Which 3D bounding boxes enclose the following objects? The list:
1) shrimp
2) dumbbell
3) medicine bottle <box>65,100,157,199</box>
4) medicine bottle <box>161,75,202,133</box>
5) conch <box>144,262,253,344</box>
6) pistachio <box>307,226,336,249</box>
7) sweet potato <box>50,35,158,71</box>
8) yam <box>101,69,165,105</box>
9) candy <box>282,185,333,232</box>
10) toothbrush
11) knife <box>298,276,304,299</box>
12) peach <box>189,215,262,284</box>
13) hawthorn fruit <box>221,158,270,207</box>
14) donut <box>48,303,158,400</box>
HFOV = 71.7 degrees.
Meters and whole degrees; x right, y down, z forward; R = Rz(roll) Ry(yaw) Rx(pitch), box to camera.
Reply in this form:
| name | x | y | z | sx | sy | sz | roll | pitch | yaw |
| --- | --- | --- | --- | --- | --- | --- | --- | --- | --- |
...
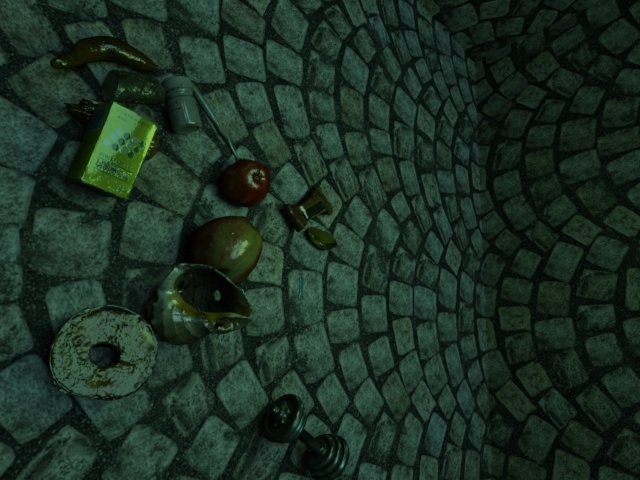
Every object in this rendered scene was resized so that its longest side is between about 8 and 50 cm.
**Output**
| name | x | y | z | sx | sy | sz | roll | pitch | yaw |
| --- | --- | --- | --- | --- | --- | --- | --- | --- | --- |
| shrimp | -0.628 | -0.340 | 1.350 | 0.294 | 0.062 | 0.154 | 23 | 71 | -41 |
| dumbbell | -0.051 | 0.714 | 1.598 | 0.406 | 0.179 | 0.179 | 50 | 50 | -25 |
| medicine bottle | -0.597 | -0.253 | 1.262 | 0.137 | 0.141 | 0.250 | 28 | 78 | -46 |
| medicine bottle | -0.470 | -0.456 | 1.501 | 0.105 | 0.105 | 0.168 | -15 | 92 | -45 |
| conch | -0.372 | 0.185 | 1.356 | 0.323 | 0.186 | 0.264 | 1 | 109 | -13 |
| pistachio | 0.000 | 0.000 | 1.902 | 0.172 | 0.049 | 0.090 | 22 | 43 | -38 |
| sweet potato | -0.659 | -0.567 | 1.343 | 0.108 | 0.079 | 0.346 | 49 | 39 | 10 |
| yam | -0.587 | -0.477 | 1.392 | 0.183 | 0.107 | 0.107 | -14 | 91 | -52 |
| candy | -0.042 | -0.133 | 1.861 | 0.271 | 0.101 | 0.143 | -37 | 101 | -49 |
| toothbrush | -0.370 | -0.415 | 1.644 | 0.375 | 0.037 | 0.028 | 57 | 45 | -16 |
| knife | -0.077 | 0.195 | 1.808 | 0.027 | 0.010 | 0.096 | 12 | 72 | -43 |
| peach | -0.304 | 0.018 | 1.480 | 0.232 | 0.232 | 0.257 | 42 | 45 | -30 |
| hawthorn fruit | -0.267 | -0.211 | 1.598 | 0.189 | 0.189 | 0.190 | 12 | 72 | -43 |
| donut | -0.596 | 0.309 | 1.207 | 0.271 | 0.107 | 0.272 | 15 | 66 | -38 |
